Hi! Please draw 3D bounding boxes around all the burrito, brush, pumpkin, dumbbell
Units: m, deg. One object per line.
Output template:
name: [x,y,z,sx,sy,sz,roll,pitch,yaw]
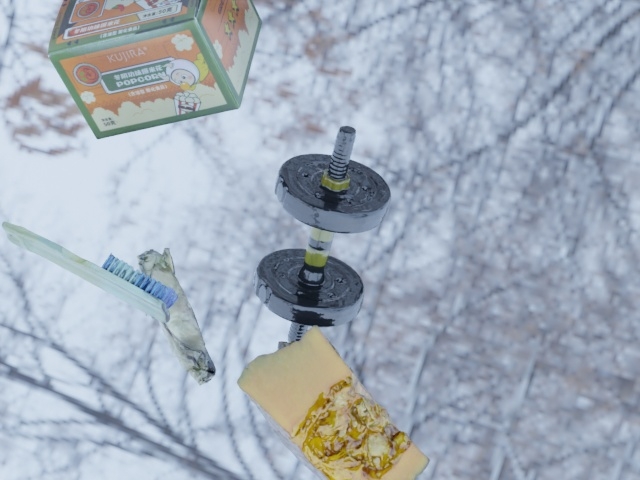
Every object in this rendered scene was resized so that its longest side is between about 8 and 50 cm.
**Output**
burrito: [-0.217,0.111,2.326,0.058,0.229,0.063,-22,-23,-2]
brush: [-0.204,0.020,1.383,0.030,0.178,0.033,-57,-20,-20]
pumpkin: [0.010,0.220,1.931,0.131,0.248,0.126,-38,6,-4]
dumbbell: [0.000,0.000,1.933,0.143,0.143,0.325,-36,-33,-50]

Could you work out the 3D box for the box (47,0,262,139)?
box: [-0.195,-0.245,1.861,0.177,0.195,0.148,-78,-28,-46]
